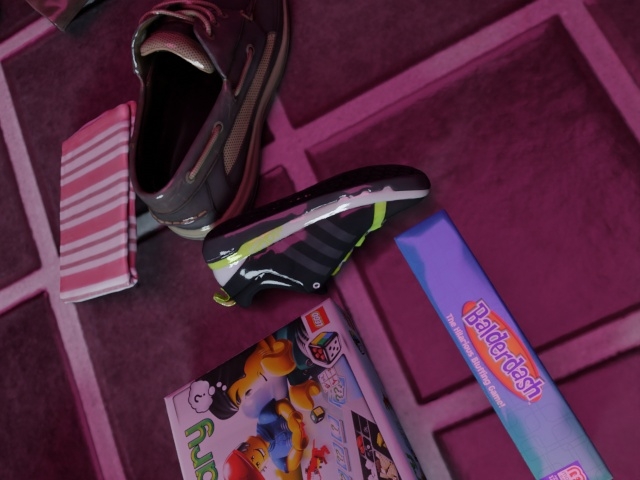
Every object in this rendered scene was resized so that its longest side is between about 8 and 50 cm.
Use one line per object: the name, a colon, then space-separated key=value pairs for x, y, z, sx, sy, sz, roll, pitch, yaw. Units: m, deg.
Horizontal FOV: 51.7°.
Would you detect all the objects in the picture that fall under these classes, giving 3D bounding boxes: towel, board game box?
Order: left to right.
towel: x=-0.233 y=-0.036 z=0.703 sx=0.144 sy=0.029 sz=0.197 roll=-14 pitch=75 yaw=44
board game box: x=-0.009 y=0.221 z=0.551 sx=0.193 sy=0.053 sz=0.305 roll=-32 pitch=53 yaw=8
board game box: x=0.141 y=0.089 z=0.523 sx=0.047 sy=0.160 sz=0.210 roll=-31 pitch=72 yaw=8

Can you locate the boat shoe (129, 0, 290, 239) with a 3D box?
boat shoe: x=-0.114 y=-0.182 z=0.672 sx=0.132 sy=0.130 sz=0.355 roll=-1 pitch=78 yaw=17

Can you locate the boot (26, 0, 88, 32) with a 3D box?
boot: x=-0.317 y=-0.397 z=0.800 sx=0.207 sy=0.090 sz=0.248 roll=-44 pitch=74 yaw=2

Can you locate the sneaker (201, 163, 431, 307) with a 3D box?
sneaker: x=0.000 y=0.000 z=0.643 sx=0.235 sy=0.084 sz=0.097 roll=-19 pitch=106 yaw=9
